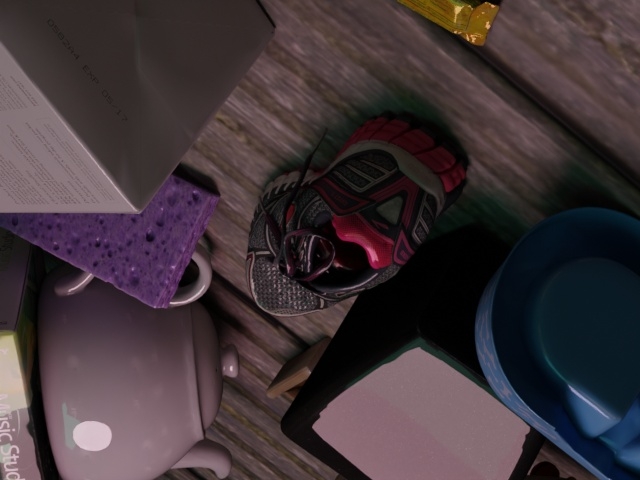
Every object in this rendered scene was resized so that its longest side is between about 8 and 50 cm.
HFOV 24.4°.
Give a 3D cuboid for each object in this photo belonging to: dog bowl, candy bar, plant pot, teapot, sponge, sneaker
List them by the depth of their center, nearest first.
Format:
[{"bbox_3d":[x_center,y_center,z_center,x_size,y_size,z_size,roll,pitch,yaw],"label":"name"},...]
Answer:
[{"bbox_3d":[0.044,-0.181,0.984,0.161,0.018,0.040,32,147,5],"label":"candy bar"},{"bbox_3d":[0.238,0.106,1.075,0.297,0.166,0.074,38,161,-6],"label":"dog bowl"},{"bbox_3d":[0.112,0.105,1.185,0.188,0.187,0.167,36,139,-2],"label":"plant pot"},{"bbox_3d":[0.000,0.000,1.199,0.121,0.112,0.299,37,151,-5],"label":"sneaker"},{"bbox_3d":[-0.209,-0.034,1.360,0.210,0.117,0.031,27,-173,14],"label":"sponge"},{"bbox_3d":[-0.175,0.125,1.487,0.187,0.252,0.256,-7,174,-2],"label":"teapot"}]

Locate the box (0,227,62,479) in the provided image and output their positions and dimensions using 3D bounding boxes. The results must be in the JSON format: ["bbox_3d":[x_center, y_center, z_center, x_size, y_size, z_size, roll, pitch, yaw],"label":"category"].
[{"bbox_3d":[-0.290,0.170,1.473,0.058,0.232,0.322,-7,118,-2],"label":"box"}]

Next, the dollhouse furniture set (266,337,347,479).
[{"bbox_3d":[-0.013,0.245,1.435,0.161,0.242,0.212,39,150,-8],"label":"dollhouse furniture set"}]

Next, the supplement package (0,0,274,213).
[{"bbox_3d":[-0.220,-0.155,1.103,0.263,0.198,0.199,1,137,44],"label":"supplement package"}]

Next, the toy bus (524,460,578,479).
[{"bbox_3d":[0.168,0.260,1.310,0.202,0.191,0.104,25,110,16],"label":"toy bus"}]
